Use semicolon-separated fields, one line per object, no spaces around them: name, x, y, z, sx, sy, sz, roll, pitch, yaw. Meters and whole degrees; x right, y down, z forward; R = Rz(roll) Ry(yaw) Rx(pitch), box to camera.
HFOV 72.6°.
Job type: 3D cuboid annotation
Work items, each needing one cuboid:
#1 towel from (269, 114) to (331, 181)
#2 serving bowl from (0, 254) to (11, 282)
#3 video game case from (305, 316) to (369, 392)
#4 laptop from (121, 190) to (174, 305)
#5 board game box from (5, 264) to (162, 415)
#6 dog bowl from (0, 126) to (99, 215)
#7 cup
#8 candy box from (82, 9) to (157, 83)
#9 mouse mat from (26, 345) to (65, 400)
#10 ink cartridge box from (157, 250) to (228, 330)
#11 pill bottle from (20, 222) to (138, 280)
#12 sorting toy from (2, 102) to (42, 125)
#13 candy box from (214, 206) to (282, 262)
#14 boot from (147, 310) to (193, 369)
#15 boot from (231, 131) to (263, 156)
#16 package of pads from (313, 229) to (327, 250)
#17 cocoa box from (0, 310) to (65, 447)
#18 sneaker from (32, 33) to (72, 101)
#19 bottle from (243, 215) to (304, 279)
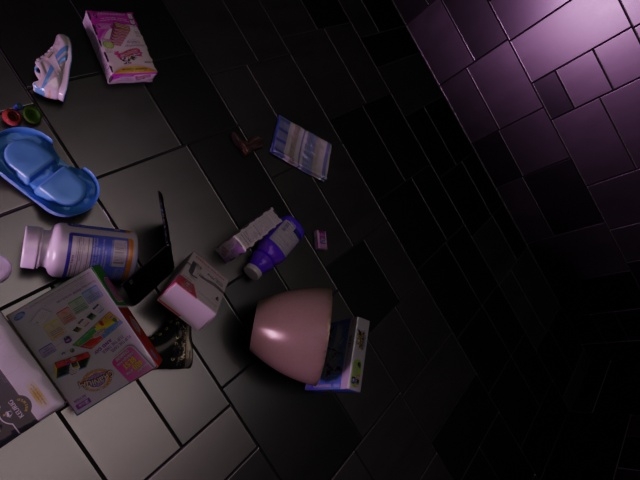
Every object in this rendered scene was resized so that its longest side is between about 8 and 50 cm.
towel;-0.076;-0.397;1.880;0.285;0.034;0.209;24;61;-28
serving bowl;-0.859;0.073;1.140;0.084;0.027;0.083;12;68;-32
video game case;0.055;0.411;1.549;0.061;0.270;0.244;26;60;-25
laptop;-0.512;0.029;1.291;0.137;0.234;0.264;-9;71;-19
board game box;-0.613;0.260;1.150;0.242;0.064;0.316;-31;96;-6
dog bowl;-0.789;-0.186;1.251;0.297;0.074;0.165;44;54;-18
cup;-0.108;0.303;1.469;0.237;0.331;0.330;10;66;-6
candy box;-0.684;-0.660;1.491;0.159;0.071;0.233;-23;89;-40
mouse mat;-0.718;0.324;1.173;0.153;0.007;0.189;31;58;-24
ink cartridge box;-0.386;0.151;1.353;0.158;0.092;0.217;44;14;-18
pill bottle;-0.668;0.032;1.216;0.272;0.152;0.152;8;70;-34
sorting toy;-0.878;-0.366;1.273;0.102;0.042;0.061;-28;108;-51
candy box;-0.253;-0.018;1.533;0.070;0.165;0.196;53;52;-9
boot;-0.487;0.280;1.312;0.179;0.085;0.236;-2;75;-34
boot;-0.284;-0.398;1.721;0.114;0.037;0.106;-41;113;-35
package of pads;0.000;0.000;1.802;0.050;0.032;0.083;8;70;-38
cocoa box;-0.789;0.299;0.980;0.228;0.232;0.346;-36;97;-35
sneaker;-0.822;-0.544;1.340;0.092;0.087;0.228;8;68;-33
bottle;-0.175;0.029;1.622;0.118;0.092;0.282;51;52;-18
